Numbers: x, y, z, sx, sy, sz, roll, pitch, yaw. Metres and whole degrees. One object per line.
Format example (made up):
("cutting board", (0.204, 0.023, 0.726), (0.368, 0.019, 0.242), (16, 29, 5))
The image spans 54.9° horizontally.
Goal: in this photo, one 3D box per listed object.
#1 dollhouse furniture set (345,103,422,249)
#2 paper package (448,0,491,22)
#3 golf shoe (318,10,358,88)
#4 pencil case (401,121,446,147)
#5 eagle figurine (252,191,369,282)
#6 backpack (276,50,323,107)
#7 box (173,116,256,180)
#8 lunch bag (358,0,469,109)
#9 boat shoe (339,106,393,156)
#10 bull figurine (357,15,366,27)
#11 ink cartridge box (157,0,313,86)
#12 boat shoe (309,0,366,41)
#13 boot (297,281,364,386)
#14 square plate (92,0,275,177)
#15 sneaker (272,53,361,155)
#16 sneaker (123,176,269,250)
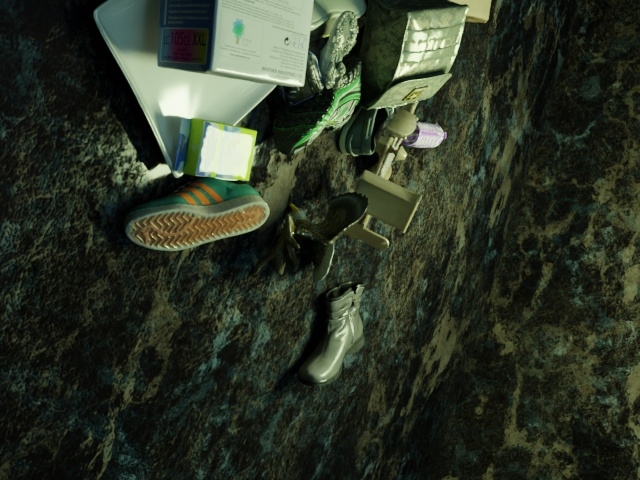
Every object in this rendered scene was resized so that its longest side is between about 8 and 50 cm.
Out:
("dollhouse furniture set", (0.230, -0.185, 1.796), (0.355, 0.173, 0.303), (-56, 170, -46))
("paper package", (0.395, -0.827, 1.822), (0.309, 0.168, 0.325), (-21, 121, -52))
("golf shoe", (0.027, -0.440, 1.405), (0.069, 0.086, 0.176), (0, 120, -38))
("pencil case", (0.331, -0.345, 2.010), (0.206, 0.088, 0.086), (-12, 111, -53))
("eagle figurine", (-0.003, -0.011, 1.566), (0.298, 0.226, 0.225), (-5, 87, -50))
("backpack", (-0.058, -0.379, 1.393), (0.105, 0.084, 0.114), (-25, 136, -12))
("box", (-0.205, -0.180, 1.226), (0.178, 0.042, 0.109), (-3, 106, -56))
("lunch bag", (0.227, -0.475, 1.597), (0.235, 0.169, 0.287), (-18, 134, -34))
("boat shoe", (0.169, -0.362, 1.745), (0.319, 0.099, 0.116), (-58, 145, -23))
("bull figurine", (0.193, -0.644, 1.658), (0.188, 0.101, 0.311), (-19, 120, -50))
("ink cartridge box", (-0.135, -0.490, 1.096), (0.270, 0.151, 0.396), (-10, 112, -55))
("boat shoe", (0.001, -0.528, 1.430), (0.109, 0.091, 0.305), (54, 44, -3))
("boot", (0.029, 0.262, 1.818), (0.338, 0.118, 0.223), (-40, 132, -57))
("square plate", (-0.241, -0.357, 1.177), (0.347, 0.049, 0.344), (-51, 141, -31))
("sneaker", (0.012, -0.309, 1.501), (0.343, 0.134, 0.146), (-50, 142, -32))
("sneaker", (-0.259, -0.063, 1.245), (0.302, 0.121, 0.108), (-10, 135, -36))
